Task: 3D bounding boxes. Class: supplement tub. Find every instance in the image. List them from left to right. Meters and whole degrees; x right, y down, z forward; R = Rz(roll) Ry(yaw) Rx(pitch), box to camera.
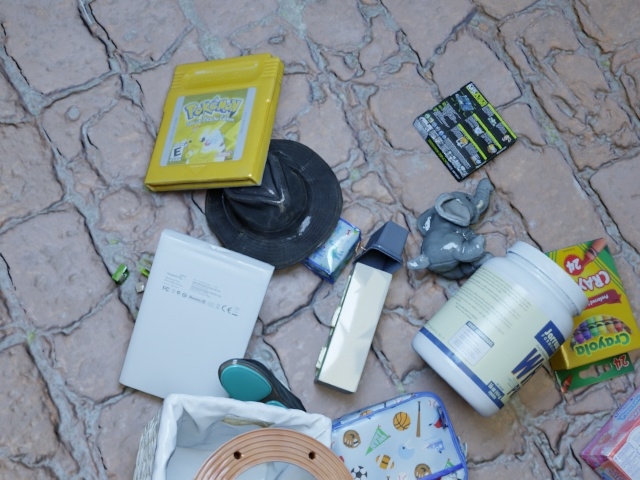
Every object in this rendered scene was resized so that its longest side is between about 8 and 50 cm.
[{"bbox_3d":[0.380,0.184,1.563,0.235,0.235,0.325,44,89,5],"label":"supplement tub"}]

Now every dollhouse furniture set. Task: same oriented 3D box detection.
[{"bbox_3d":[-0.376,0.107,1.608,0.151,0.058,0.076,32,75,2],"label":"dollhouse furniture set"}]

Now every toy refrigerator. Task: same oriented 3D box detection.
[{"bbox_3d":[0.067,0.193,1.620,0.094,0.102,0.269,19,75,-2],"label":"toy refrigerator"}]

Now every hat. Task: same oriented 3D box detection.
[{"bbox_3d":[-0.117,-0.110,1.615,0.331,0.134,0.331,-4,66,10],"label":"hat"}]

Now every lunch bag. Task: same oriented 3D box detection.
[{"bbox_3d":[0.000,0.000,1.669,0.151,0.096,0.129,32,76,17],"label":"lunch bag"},{"bbox_3d":[0.159,0.464,1.560,0.303,0.115,0.243,-16,81,-10],"label":"lunch bag"}]

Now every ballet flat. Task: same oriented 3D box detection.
[{"bbox_3d":[-0.121,0.308,1.518,0.095,0.280,0.096,-29,36,12],"label":"ballet flat"}]

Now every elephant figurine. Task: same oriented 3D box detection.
[{"bbox_3d":[0.304,-0.042,1.700,0.169,0.186,0.239,-20,61,32],"label":"elephant figurine"}]

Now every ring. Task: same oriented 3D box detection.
[{"bbox_3d":[-0.075,0.487,1.242,0.336,0.032,0.336,10,63,-20],"label":"ring"}]

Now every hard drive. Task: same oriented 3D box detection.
[{"bbox_3d":[-0.258,0.175,1.514,0.233,0.047,0.353,20,109,-2],"label":"hard drive"}]

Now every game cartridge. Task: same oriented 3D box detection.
[{"bbox_3d":[-0.235,-0.266,1.639,0.285,0.052,0.324,-2,67,24],"label":"game cartridge"}]

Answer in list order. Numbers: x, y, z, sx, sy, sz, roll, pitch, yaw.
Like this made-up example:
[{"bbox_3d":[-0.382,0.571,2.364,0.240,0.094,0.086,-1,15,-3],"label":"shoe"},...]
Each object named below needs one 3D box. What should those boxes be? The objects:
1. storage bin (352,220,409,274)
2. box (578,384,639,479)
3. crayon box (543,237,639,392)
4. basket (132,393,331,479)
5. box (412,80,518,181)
[{"bbox_3d":[0.136,0.015,1.661,0.098,0.135,0.091,29,63,-8],"label":"storage bin"},{"bbox_3d":[0.742,0.423,1.625,0.300,0.142,0.154,-42,84,-15],"label":"box"},{"bbox_3d":[0.608,0.171,1.704,0.202,0.081,0.318,-15,79,-11],"label":"crayon box"},{"bbox_3d":[-0.177,0.490,1.367,0.328,0.266,0.331,13,60,-20],"label":"basket"},{"bbox_3d":[0.354,-0.268,1.802,0.184,0.045,0.191,-35,82,-16],"label":"box"}]
